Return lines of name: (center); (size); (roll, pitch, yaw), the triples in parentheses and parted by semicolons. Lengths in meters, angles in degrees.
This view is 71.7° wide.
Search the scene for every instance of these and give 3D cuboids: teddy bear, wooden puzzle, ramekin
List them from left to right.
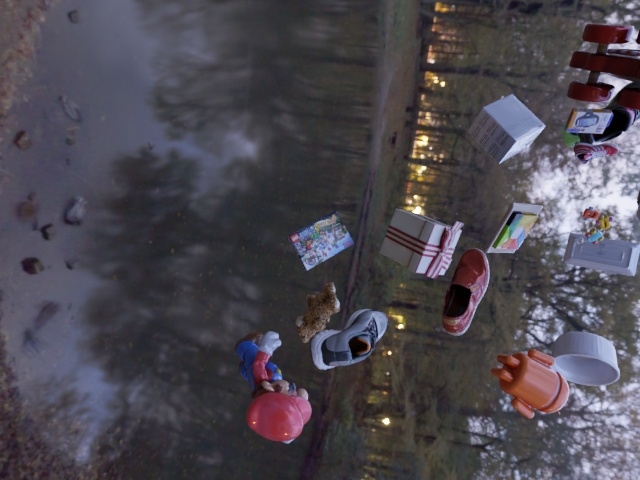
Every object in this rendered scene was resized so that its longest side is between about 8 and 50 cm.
teddy bear: (-0.022, 0.355, 2.198); (0.338, 0.113, 0.245); (-39, -135, 41)
wooden puzzle: (0.752, -0.040, 1.713); (0.238, 0.044, 0.221); (-2, 124, -39)
ramekin: (1.213, 0.542, 2.043); (0.277, 0.277, 0.135); (86, 25, -51)

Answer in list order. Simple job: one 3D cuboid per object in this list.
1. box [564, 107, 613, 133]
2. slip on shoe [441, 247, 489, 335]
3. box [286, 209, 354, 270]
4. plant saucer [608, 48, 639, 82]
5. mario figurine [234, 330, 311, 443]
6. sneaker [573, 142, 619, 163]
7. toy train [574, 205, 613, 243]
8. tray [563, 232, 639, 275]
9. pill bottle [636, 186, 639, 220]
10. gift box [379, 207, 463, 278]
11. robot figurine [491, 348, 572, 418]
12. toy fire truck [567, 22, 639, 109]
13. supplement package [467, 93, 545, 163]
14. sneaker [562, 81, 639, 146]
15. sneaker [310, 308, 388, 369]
box: (0.920, -0.408, 1.511); (0.081, 0.136, 0.028); (85, 14, -46)
slip on shoe: (0.494, 0.160, 1.515); (0.331, 0.123, 0.101); (-62, 141, -25)
box: (0.000, 0.000, 1.807); (0.159, 0.233, 0.044); (61, -17, -2)
plant saucer: (1.044, -0.547, 1.417); (0.310, 0.310, 0.050); (-49, 157, -71)
mario figurine: (-0.103, 0.353, 1.079); (0.170, 0.320, 0.198); (-44, 120, -4)
sneaker: (0.821, -0.258, 1.321); (0.067, 0.118, 0.042); (-60, 148, -38)
toy train: (1.085, -0.064, 1.773); (0.046, 0.125, 0.166); (-70, 163, -55)
tray: (1.220, 0.056, 1.927); (0.030, 0.270, 0.145); (26, 79, -59)
pill bottle: (1.388, -0.201, 1.793); (0.283, 0.161, 0.161); (66, 31, -44)
gift box: (0.467, 0.004, 1.961); (0.276, 0.258, 0.255); (2, 110, -40)
robot figurine: (0.603, 0.407, 1.264); (0.128, 0.219, 0.158); (-63, 179, 40)
toy fire truck: (0.765, -0.415, 1.042); (0.302, 0.254, 0.169); (41, -42, 50)
supplement package: (0.781, -0.472, 1.872); (0.194, 0.203, 0.149); (-27, 159, -23)
sneaker: (1.323, -0.544, 1.940); (0.185, 0.483, 0.202); (56, 4, -21)
sneaker: (0.094, 0.231, 1.033); (0.271, 0.108, 0.100); (-16, 98, -53)
